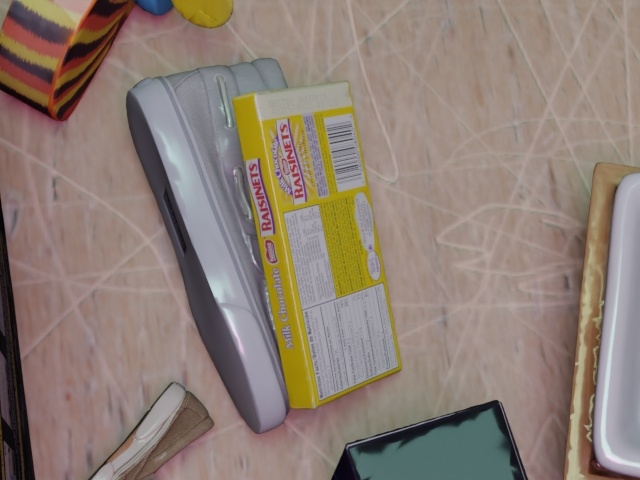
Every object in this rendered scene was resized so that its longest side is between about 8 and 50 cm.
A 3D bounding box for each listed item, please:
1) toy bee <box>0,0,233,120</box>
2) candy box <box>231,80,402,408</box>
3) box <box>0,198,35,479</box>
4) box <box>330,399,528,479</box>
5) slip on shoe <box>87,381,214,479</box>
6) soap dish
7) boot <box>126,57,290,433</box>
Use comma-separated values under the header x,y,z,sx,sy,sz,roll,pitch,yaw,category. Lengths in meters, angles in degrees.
x,y,z,sx,sy,sz,roll,pitch,yaw,category
-0.148,-0.242,1.014,0.195,0.162,0.298,8,72,1,toy bee
0.000,0.000,0.951,0.105,0.027,0.206,-14,95,-50,candy box
-0.240,0.002,0.848,0.097,0.318,0.395,-9,74,-6,box
0.090,0.248,0.862,0.103,0.184,0.261,-15,74,-5,box
-0.125,0.157,0.950,0.041,0.051,0.135,41,68,-3,slip on shoe
0.310,0.084,0.963,0.290,0.118,0.229,9,72,-1,soap dish
-0.036,-0.006,0.984,0.123,0.095,0.258,-17,81,-18,boot
